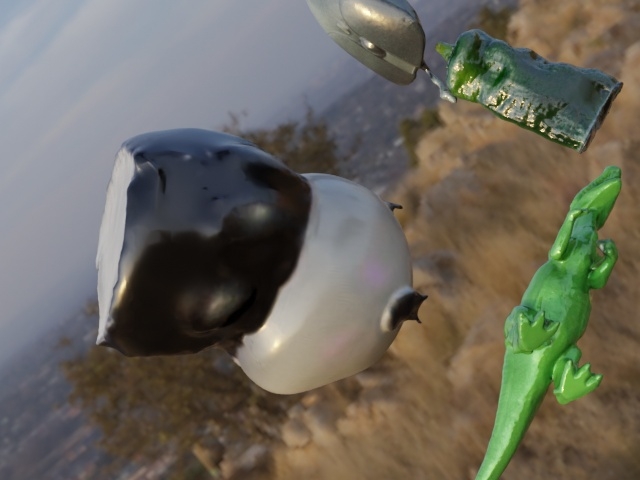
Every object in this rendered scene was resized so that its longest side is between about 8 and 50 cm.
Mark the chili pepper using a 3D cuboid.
[{"bbox_3d":[0.286,-0.229,1.816,0.136,0.270,0.099,-60,-14,-14],"label":"chili pepper"}]

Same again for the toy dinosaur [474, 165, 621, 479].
[{"bbox_3d":[0.304,0.149,1.877,0.500,0.144,0.374,-61,5,31],"label":"toy dinosaur"}]

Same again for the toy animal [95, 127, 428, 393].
[{"bbox_3d":[-0.057,0.022,1.242,0.251,0.310,0.251,-172,90,-72],"label":"toy animal"}]

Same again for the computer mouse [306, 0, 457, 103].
[{"bbox_3d":[0.071,-0.332,1.900,0.090,0.379,0.167,-31,-22,-24],"label":"computer mouse"}]
